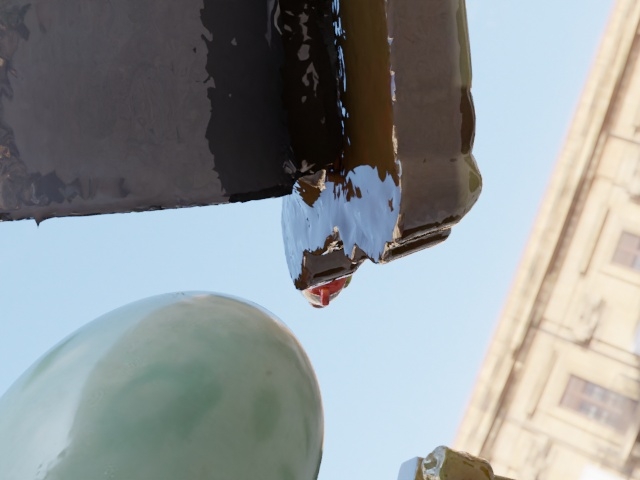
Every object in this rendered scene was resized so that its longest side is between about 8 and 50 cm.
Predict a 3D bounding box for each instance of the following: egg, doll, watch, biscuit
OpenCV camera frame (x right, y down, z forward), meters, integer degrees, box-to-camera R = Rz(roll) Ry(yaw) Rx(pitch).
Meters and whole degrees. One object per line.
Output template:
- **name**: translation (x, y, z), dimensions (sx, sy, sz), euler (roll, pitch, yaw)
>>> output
- **egg**: translation (-0.161, 0.214, 1.103), dimensions (0.389, 0.276, 0.276), euler (-51, -35, -11)
- **doll**: translation (0.000, 0.000, 2.168), dimensions (0.336, 0.105, 0.200), euler (-95, 7, -56)
- **watch**: translation (-0.109, -0.102, 0.782), dimensions (0.327, 0.335, 0.314), euler (-6, -84, -14)
- **biscuit**: translation (0.111, 0.299, 1.378), dimensions (0.174, 0.039, 0.183), euler (28, -115, -28)

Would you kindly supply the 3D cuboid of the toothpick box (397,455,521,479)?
- **toothpick box**: translation (0.268, 0.444, 1.976), dimensions (0.190, 0.308, 0.187), euler (123, 161, -74)
